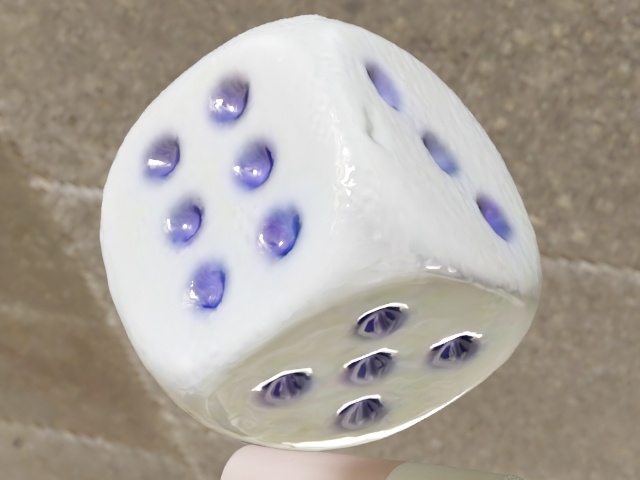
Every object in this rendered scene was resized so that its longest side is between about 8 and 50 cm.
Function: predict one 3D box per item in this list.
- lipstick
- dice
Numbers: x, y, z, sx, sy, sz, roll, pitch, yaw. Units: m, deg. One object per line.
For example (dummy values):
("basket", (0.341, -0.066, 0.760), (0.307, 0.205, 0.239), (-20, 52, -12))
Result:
("lipstick", (0.038, 0.198, 1.314), (0.254, 0.070, 0.070), (0, 139, 41))
("dice", (0.000, 0.000, 1.021), (0.194, 0.193, 0.192), (-36, 143, 27))
